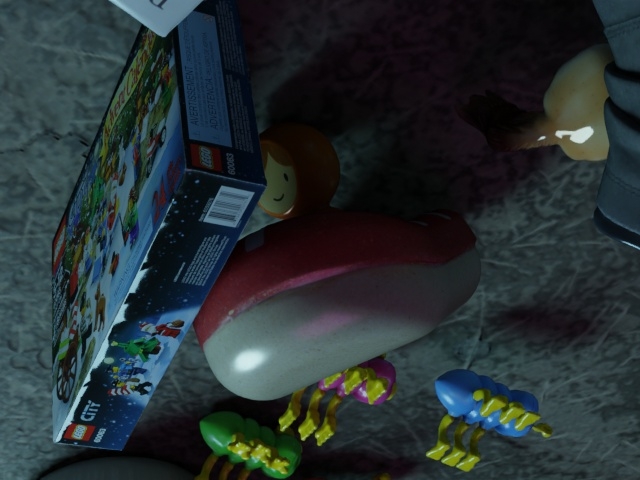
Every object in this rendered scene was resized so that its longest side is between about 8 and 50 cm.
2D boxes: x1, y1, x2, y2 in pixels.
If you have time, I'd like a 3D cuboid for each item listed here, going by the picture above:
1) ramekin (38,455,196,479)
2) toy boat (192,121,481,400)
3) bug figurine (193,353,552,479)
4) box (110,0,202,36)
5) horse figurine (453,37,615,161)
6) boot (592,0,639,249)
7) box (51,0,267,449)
[{"bbox_3d":[-0.167,0.267,1.062,0.207,0.109,0.207,-5,138,-5],"label":"ramekin"},{"bbox_3d":[0.000,0.000,0.782,0.151,0.151,0.231,-25,178,17],"label":"toy boat"},{"bbox_3d":[0.031,0.154,1.002,0.216,0.072,0.279,27,132,-25],"label":"bug figurine"},{"bbox_3d":[-0.094,-0.210,0.498,0.181,0.182,0.119,30,124,-36],"label":"box"},{"bbox_3d":[0.188,-0.104,0.687,0.263,0.174,0.066,-30,94,23],"label":"horse figurine"},{"bbox_3d":[0.257,-0.099,0.510,0.338,0.118,0.223,1,111,44],"label":"boot"},{"bbox_3d":[-0.101,-0.012,0.730,0.044,0.159,0.233,10,134,-23],"label":"box"}]
